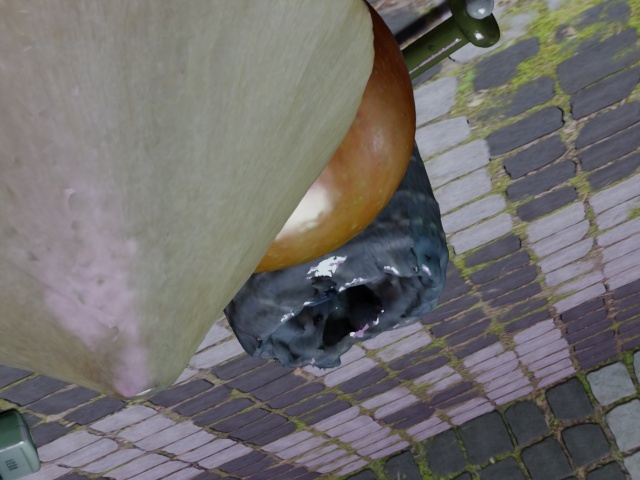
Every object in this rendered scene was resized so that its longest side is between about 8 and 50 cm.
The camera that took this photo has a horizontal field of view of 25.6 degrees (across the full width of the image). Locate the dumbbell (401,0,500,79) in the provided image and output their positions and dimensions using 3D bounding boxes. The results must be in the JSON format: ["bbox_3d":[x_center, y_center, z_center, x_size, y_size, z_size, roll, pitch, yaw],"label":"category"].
[{"bbox_3d":[0.079,-0.142,1.069,0.118,0.046,0.052,-32,164,26],"label":"dumbbell"}]

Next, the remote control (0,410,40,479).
[{"bbox_3d":[-0.485,0.280,1.564,0.344,0.050,0.145,-19,160,-11],"label":"remote control"}]

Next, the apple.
[{"bbox_3d":[-0.064,-0.082,0.845,0.235,0.210,0.173,-17,134,-5],"label":"apple"}]

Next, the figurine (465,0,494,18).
[{"bbox_3d":[0.157,-0.216,0.841,0.183,0.160,0.226,-4,163,-41],"label":"figurine"}]

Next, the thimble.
[{"bbox_3d":[0.000,0.000,1.176,0.205,0.172,0.236,-17,162,-6],"label":"thimble"}]

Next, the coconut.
[{"bbox_3d":[-0.121,-0.076,0.610,0.329,0.329,0.329,-20,161,-7],"label":"coconut"}]
